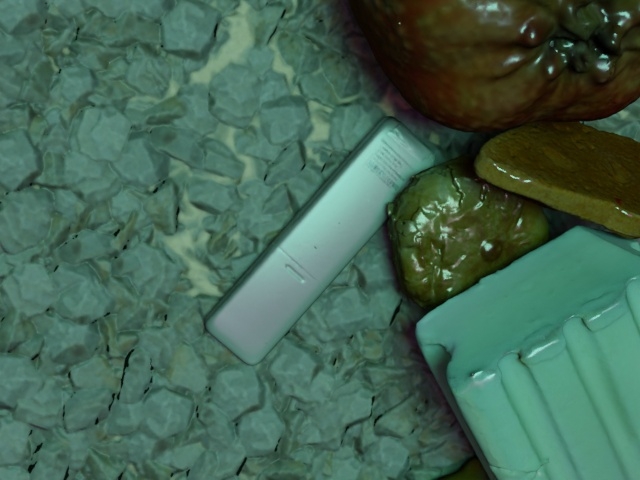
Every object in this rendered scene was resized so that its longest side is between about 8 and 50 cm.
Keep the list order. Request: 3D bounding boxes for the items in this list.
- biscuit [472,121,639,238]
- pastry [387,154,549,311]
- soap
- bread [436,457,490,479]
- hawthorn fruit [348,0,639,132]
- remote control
[{"bbox_3d":[0.238,-0.056,0.708,0.280,0.183,0.043,-5,131,-33],"label":"biscuit"},{"bbox_3d":[0.130,-0.004,0.732,0.153,0.081,0.153,-1,100,-8],"label":"pastry"},{"bbox_3d":[0.249,0.175,0.704,0.208,0.115,0.347,-30,113,0],"label":"soap"},{"bbox_3d":[0.110,0.371,0.618,0.244,0.361,0.233,-24,96,-3],"label":"bread"},{"bbox_3d":[0.155,-0.251,0.649,0.287,0.287,0.330,-7,50,-6],"label":"hawthorn fruit"},{"bbox_3d":[0.000,0.000,0.749,0.067,0.029,0.261,41,90,-10],"label":"remote control"}]
